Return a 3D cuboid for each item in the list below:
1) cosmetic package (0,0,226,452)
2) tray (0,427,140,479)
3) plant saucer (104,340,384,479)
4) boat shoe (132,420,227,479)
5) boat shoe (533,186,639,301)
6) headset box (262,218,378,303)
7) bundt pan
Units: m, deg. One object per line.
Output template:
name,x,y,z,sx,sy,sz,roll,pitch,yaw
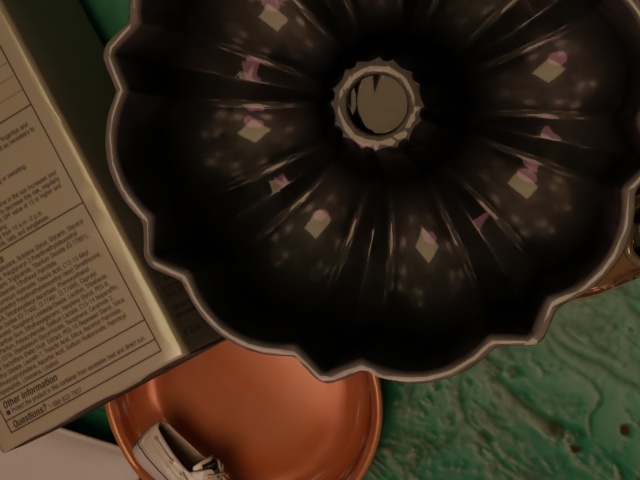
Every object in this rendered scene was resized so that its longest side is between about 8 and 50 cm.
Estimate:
cosmetic package,-0.196,-0.038,1.241,0.160,0.113,0.309,-28,88,22
tray,-0.273,0.167,1.349,0.270,0.030,0.145,19,109,-12
plant saucer,-0.051,0.103,1.304,0.200,0.037,0.200,5,107,15
boat shoe,-0.081,0.161,1.292,0.100,0.035,0.035,43,115,8
boat shoe,0.193,-0.005,1.185,0.190,0.072,0.068,-24,98,21
headset box,0.000,0.000,1.246,0.083,0.032,0.062,26,68,7
bundt pan,0.042,-0.081,1.154,0.331,0.124,0.331,0,92,9
